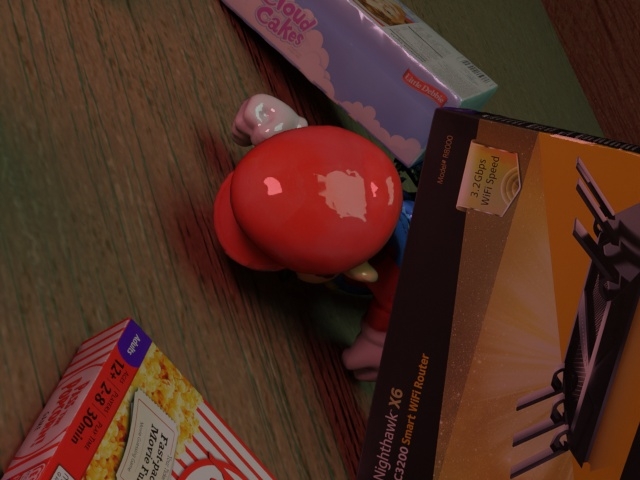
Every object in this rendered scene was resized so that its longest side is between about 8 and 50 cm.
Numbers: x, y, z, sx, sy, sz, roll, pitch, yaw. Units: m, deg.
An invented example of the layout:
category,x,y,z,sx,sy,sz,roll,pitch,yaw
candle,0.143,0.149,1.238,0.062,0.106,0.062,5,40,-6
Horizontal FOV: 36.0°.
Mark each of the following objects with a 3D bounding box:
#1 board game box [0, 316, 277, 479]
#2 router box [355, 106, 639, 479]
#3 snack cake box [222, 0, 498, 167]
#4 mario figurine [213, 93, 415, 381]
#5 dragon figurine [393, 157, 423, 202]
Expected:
category,x,y,z,sx,sy,sz,roll,pitch,yaw
board game box,-0.084,0.161,0.556,0.193,0.045,0.147,52,26,-20
router box,0.175,0.075,0.731,0.081,0.242,0.309,-14,117,-63
snack cake box,0.040,-0.201,0.998,0.264,0.089,0.152,43,26,9
mario figurine,0.000,0.000,0.834,0.198,0.170,0.320,32,2,26
dragon figurine,0.143,0.014,1.069,0.144,0.085,0.289,-12,75,-63
